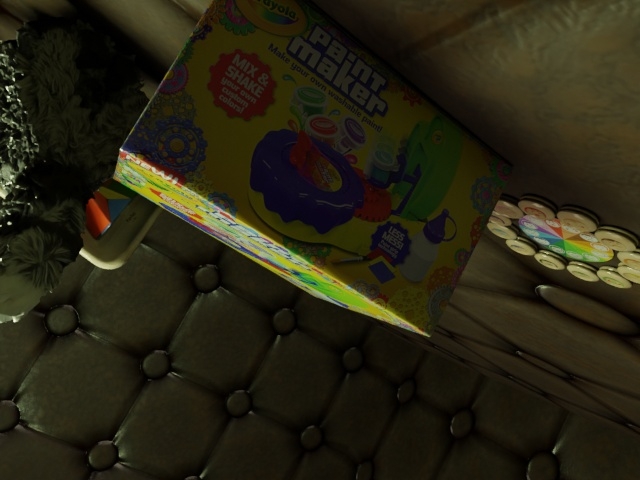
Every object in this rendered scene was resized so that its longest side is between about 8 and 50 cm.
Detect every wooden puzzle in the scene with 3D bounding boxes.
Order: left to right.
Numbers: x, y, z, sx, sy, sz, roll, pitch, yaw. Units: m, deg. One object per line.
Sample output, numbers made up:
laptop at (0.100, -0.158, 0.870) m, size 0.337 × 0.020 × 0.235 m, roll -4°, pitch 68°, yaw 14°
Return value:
wooden puzzle at (-0.450, -0.136, 0.980) m, size 0.347 × 0.080 × 0.322 m, roll 37°, pitch -157°, yaw -16°

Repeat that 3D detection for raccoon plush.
raccoon plush at (-0.441, -0.129, 0.741) m, size 0.299 × 0.447 × 0.216 m, roll 0°, pitch 144°, yaw 32°

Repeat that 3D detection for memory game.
memory game at (0.256, 0.003, 0.568) m, size 0.186 × 0.012 × 0.186 m, roll 29°, pitch 172°, yaw 5°

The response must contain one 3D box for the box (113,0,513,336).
box at (-0.030, -0.068, 0.544) m, size 0.289 × 0.177 × 0.279 m, roll 32°, pitch 170°, yaw -19°
